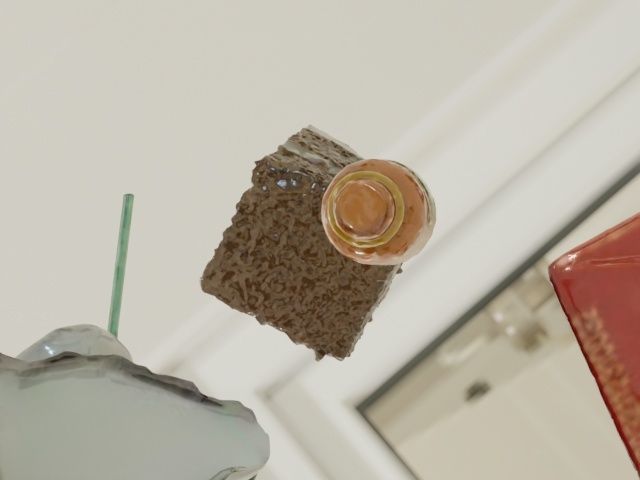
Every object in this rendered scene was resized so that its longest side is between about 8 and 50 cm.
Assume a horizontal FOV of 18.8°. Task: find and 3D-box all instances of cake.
[{"bbox_3d":[0.000,0.000,1.502,0.135,0.134,0.147,29,-166,3],"label":"cake"}]

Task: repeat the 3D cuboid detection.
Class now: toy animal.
[{"bbox_3d":[-0.182,0.174,1.060,0.174,0.289,0.249,43,-162,-1],"label":"toy animal"}]

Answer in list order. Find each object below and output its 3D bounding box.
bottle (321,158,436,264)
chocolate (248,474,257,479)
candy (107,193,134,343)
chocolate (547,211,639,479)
[{"bbox_3d":[0.034,-0.017,1.193,0.069,0.069,0.187,49,-175,3],"label":"bottle"},{"bbox_3d":[-0.222,0.399,2.104,0.161,0.360,0.341,23,165,-8],"label":"chocolate"},{"bbox_3d":[-0.136,0.066,1.253,0.060,0.201,0.060,6,165,2],"label":"candy"},{"bbox_3d":[0.259,0.064,0.886,0.108,0.235,0.237,2,-120,-58],"label":"chocolate"}]
